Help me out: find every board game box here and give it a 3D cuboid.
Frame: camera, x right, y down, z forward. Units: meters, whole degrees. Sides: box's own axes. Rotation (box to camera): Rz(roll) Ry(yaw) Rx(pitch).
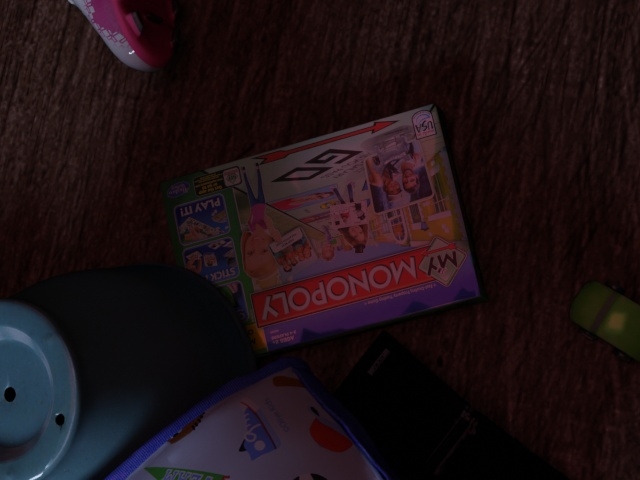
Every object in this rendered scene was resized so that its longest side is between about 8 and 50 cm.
[{"bbox_3d":[0.000,0.000,1.671,0.317,0.046,0.213,-16,76,13],"label":"board game box"}]

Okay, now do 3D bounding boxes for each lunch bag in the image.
[{"bbox_3d":[-0.068,0.344,1.459,0.385,0.239,0.328,-44,60,7],"label":"lunch bag"}]

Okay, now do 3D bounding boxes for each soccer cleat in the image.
[{"bbox_3d":[-0.265,-0.316,1.777,0.143,0.116,0.331,-30,71,26],"label":"soccer cleat"}]

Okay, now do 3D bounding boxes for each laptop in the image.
[{"bbox_3d":[0.105,0.271,1.613,0.264,0.136,0.234,37,93,-7],"label":"laptop"}]

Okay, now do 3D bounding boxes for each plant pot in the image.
[{"bbox_3d":[-0.244,0.150,1.579,0.271,0.255,0.272,-3,85,29],"label":"plant pot"}]

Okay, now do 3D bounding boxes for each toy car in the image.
[{"bbox_3d":[0.343,0.113,1.547,0.225,0.053,0.239,32,91,18],"label":"toy car"}]
